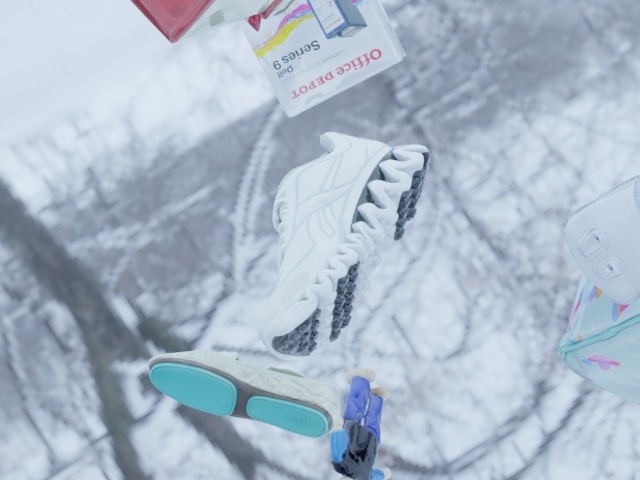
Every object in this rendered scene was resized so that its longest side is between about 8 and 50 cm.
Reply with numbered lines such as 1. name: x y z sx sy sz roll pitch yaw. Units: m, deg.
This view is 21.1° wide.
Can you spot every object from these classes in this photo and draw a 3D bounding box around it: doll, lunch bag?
1. doll: 0.048 0.252 2.123 0.046 0.129 0.189 -18 -144 28
2. lunch bag: 0.337 0.075 1.360 0.107 0.224 0.279 -67 -168 -21

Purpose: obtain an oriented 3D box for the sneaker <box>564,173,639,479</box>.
1. sneaker: 0.227 0.084 0.949 0.137 0.210 0.365 -13 140 -30

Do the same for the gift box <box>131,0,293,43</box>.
1. gift box: -0.060 -0.295 1.307 0.255 0.276 0.258 -39 180 26

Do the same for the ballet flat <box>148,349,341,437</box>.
1. ballet flat: -0.063 0.124 1.462 0.052 0.168 0.057 -72 -179 -50

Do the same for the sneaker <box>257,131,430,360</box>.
1. sneaker: 0.000 0.000 1.602 0.292 0.118 0.110 -56 165 -45

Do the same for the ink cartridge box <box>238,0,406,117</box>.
1. ink cartridge box: -0.014 -0.273 2.035 0.154 0.212 0.093 -26 -173 12
